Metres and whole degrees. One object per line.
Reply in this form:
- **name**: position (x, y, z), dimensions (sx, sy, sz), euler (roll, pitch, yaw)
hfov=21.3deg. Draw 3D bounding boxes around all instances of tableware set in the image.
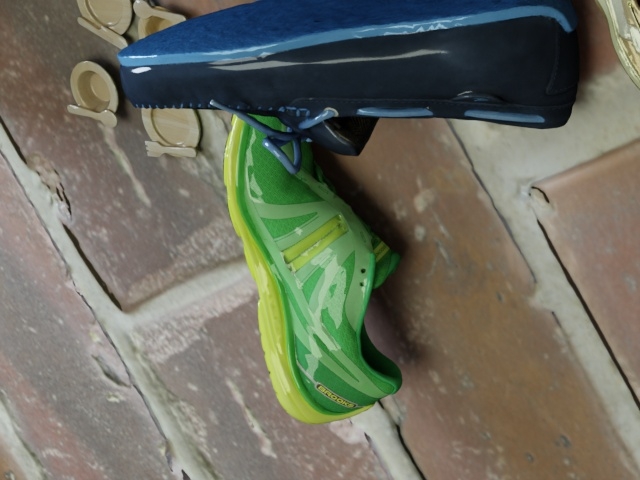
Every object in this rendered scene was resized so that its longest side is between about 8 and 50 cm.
- **tableware set**: position (-0.161, -0.151, 1.460), dimensions (0.141, 0.020, 0.169), euler (23, 127, 29)

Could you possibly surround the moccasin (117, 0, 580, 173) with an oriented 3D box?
- **moccasin**: position (0.014, -0.108, 1.219), dimensions (0.342, 0.138, 0.117), euler (-1, 117, 24)

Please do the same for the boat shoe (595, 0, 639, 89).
- **boat shoe**: position (0.219, -0.148, 1.127), dimensions (0.045, 0.050, 0.135), euler (-26, 96, 50)

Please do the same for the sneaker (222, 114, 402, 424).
- **sneaker**: position (0.000, 0.000, 1.374), dimensions (0.123, 0.109, 0.296), euler (-11, 104, 13)
